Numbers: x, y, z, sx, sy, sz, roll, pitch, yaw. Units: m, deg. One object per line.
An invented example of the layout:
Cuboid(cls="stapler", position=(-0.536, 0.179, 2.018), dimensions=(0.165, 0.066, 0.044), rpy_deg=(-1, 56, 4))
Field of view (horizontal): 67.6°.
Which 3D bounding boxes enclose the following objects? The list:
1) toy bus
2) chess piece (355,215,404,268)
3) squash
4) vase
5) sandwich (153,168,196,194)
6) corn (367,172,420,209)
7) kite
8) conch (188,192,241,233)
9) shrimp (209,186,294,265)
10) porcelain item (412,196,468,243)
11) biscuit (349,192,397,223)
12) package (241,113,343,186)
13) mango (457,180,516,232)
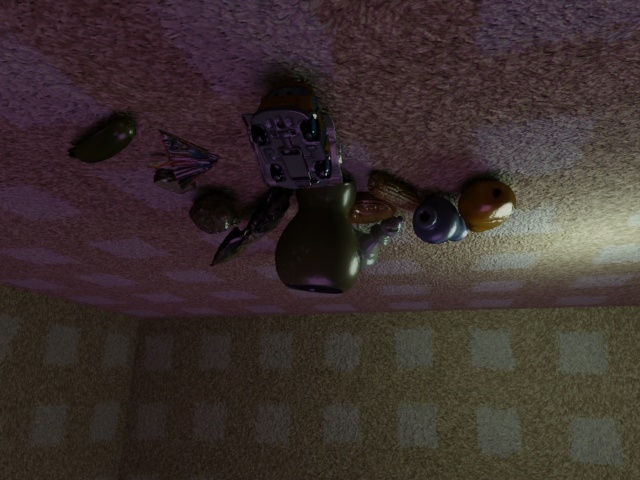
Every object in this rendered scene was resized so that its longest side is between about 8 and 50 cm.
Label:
Cuboid(cls="toy bus", position=(-0.048, -0.212, 0.953), dimensions=(0.126, 0.136, 0.209), rpy_deg=(-1, 145, 16))
Cuboid(cls="chess piece", position=(0.194, -0.012, 1.636), dimensions=(0.139, 0.139, 0.272), rpy_deg=(11, 149, -28))
Cuboid(cls="squash", position=(-0.502, -0.220, 1.101), dimensions=(0.252, 0.066, 0.066), rpy_deg=(-12, 158, 39))
Cuboid(cls="vase", position=(0.000, 0.000, 1.380), dimensions=(0.241, 0.302, 0.329), rpy_deg=(5, 167, 2))
Cuboid(cls="sandwich", position=(-0.399, -0.165, 1.312), dimensions=(0.105, 0.035, 0.093), rpy_deg=(17, 156, -40))
Cuboid(cls="corn", position=(0.204, -0.132, 1.324), dimensions=(0.068, 0.068, 0.207), rpy_deg=(-16, 154, 42))
Cuboid(cls="kite", position=(-0.344, -0.204, 1.198), dimensions=(0.183, 0.014, 0.241), rpy_deg=(-10, 153, -2))
Cuboid(cls="conch", position=(-0.323, -0.074, 1.438), dimensions=(0.155, 0.130, 0.207), rpy_deg=(32, 161, -36))
Cuboid(cls="shrimp", position=(-0.207, -0.042, 1.433), dimensions=(0.272, 0.085, 0.445), rpy_deg=(-40, 180, -37))
Cuboid(cls="porcelain item", position=(0.369, -0.055, 1.457), dimensions=(0.141, 0.141, 0.259), rpy_deg=(-12, 167, 35))
Cuboid(cls="biscuit", position=(0.092, -0.095, 1.491), dimensions=(0.289, 0.044, 0.202), rpy_deg=(0, 162, -1))
Cuboid(cls="package", position=(-0.057, -0.214, 1.123), dimensions=(0.204, 0.062, 0.251), rpy_deg=(-1, 149, 8))
Cuboid(cls="mango", position=(0.467, -0.097, 1.356), dimensions=(0.157, 0.108, 0.262), rpy_deg=(-11, 165, 7))
